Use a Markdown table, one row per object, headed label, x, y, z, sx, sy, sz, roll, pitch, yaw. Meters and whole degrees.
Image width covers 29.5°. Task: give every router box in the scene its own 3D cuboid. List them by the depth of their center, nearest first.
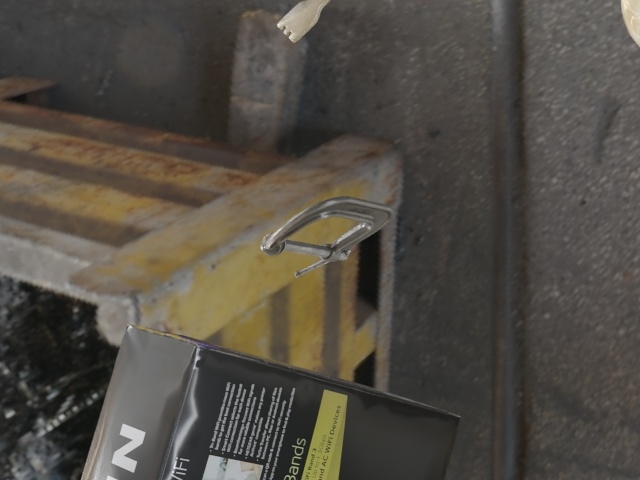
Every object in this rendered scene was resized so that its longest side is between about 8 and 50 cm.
| label | x | y | z | sx | sy | sz | roll | pitch | yaw |
| --- | --- | --- | --- | --- | --- | --- | --- | --- | --- |
| router box | -0.051 | 0.231 | 0.774 | 0.081 | 0.243 | 0.309 | 9 | 81 | 47 |

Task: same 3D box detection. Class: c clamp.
| label | x | y | z | sx | sy | sz | roll | pitch | yaw |
| --- | --- | --- | --- | --- | --- | --- | --- | --- | --- |
| c clamp | 0.000 | 0.000 | 1.139 | 0.137 | 0.160 | 0.022 | -28 | 71 | 20 |

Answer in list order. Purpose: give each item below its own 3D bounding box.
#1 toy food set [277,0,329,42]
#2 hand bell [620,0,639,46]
| label | x | y | z | sx | sy | sz | roll | pitch | yaw |
| --- | --- | --- | --- | --- | --- | --- | --- | --- | --- |
| toy food set | -0.043 | -0.274 | 1.068 | 0.132 | 0.038 | 0.192 | -45 | 58 | 4 |
| hand bell | 0.194 | -0.208 | 0.727 | 0.126 | 0.242 | 0.126 | -13 | 66 | 33 |
